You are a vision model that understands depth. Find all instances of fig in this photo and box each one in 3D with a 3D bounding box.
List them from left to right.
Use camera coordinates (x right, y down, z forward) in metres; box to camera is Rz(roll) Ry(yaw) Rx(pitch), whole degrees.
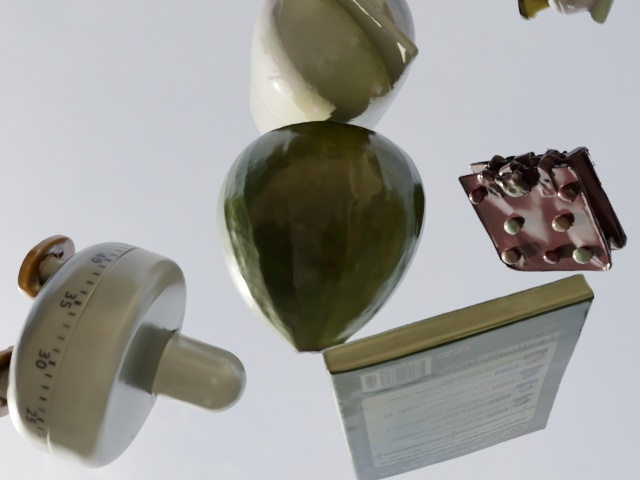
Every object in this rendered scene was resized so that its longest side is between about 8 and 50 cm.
[{"bbox_3d":[0.000,0.000,0.977,0.316,0.316,0.316,-1,-66,-2],"label":"fig"}]

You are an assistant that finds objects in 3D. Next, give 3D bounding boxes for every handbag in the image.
[{"bbox_3d":[0.339,-0.042,1.082,0.203,0.074,0.216,-1,-47,48],"label":"handbag"}]

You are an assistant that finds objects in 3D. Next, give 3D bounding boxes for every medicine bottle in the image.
[{"bbox_3d":[0.014,-0.274,1.046,0.236,0.406,0.235,1,-99,-8],"label":"medicine bottle"}]

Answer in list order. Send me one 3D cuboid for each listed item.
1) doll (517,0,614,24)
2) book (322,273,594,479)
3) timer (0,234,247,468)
[{"bbox_3d":[0.326,-0.317,0.809,0.207,0.081,0.129,-13,-82,29],"label":"doll"},{"bbox_3d":[0.114,0.134,0.606,0.202,0.027,0.264,-17,-36,-3],"label":"book"},{"bbox_3d":[-0.202,0.123,0.738,0.240,0.233,0.233,18,-67,4],"label":"timer"}]
